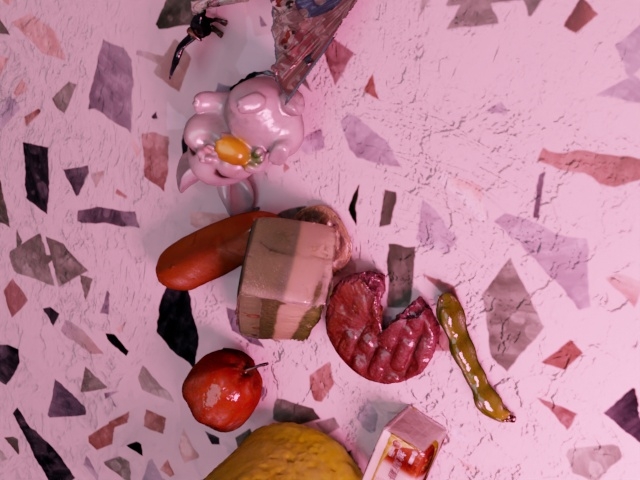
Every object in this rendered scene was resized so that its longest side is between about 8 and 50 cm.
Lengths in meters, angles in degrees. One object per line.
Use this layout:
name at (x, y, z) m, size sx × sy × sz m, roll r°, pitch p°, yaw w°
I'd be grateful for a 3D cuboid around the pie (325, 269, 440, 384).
pie at (0.107, 0.156, 1.645) m, size 0.219 × 0.054 × 0.204 m, roll 43°, pitch 122°, yaw 12°

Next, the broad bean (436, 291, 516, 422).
broad bean at (0.257, 0.205, 1.562) m, size 0.053 × 0.052 × 0.256 m, roll -26°, pitch 92°, yaw 22°

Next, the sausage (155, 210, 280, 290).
sausage at (-0.196, 0.016, 1.759) m, size 0.348 × 0.097 × 0.094 m, roll -25°, pitch 59°, yaw 38°

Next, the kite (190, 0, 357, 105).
kite at (-0.052, -0.427, 1.522) m, size 0.368 × 0.014 × 0.406 m, roll -10°, pitch 80°, yaw 17°

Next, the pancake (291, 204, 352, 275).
pancake at (0.000, 0.000, 1.681) m, size 0.139 × 0.022 × 0.139 m, roll 10°, pitch 110°, yaw 31°

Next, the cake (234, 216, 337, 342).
cake at (-0.066, 0.075, 1.670) m, size 0.158 × 0.172 × 0.283 m, roll 10°, pitch 158°, yaw -3°

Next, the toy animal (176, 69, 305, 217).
toy animal at (-0.147, -0.175, 1.650) m, size 0.208 × 0.154 × 0.325 m, roll 28°, pitch 142°, yaw 0°

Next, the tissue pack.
tissue pack at (0.150, 0.396, 1.656) m, size 0.099 × 0.106 × 0.148 m, roll 30°, pitch 119°, yaw 22°

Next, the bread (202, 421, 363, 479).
bread at (-0.084, 0.552, 1.732) m, size 0.348 × 0.308 × 0.348 m, roll 12°, pitch 114°, yaw 28°

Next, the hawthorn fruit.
hawthorn fruit at (-0.177, 0.285, 1.810) m, size 0.194 × 0.157 × 0.157 m, roll -38°, pitch 82°, yaw 25°

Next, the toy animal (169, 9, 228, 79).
toy animal at (-0.217, -0.386, 1.653) m, size 0.062 × 0.108 × 0.220 m, roll 38°, pitch 123°, yaw 5°
